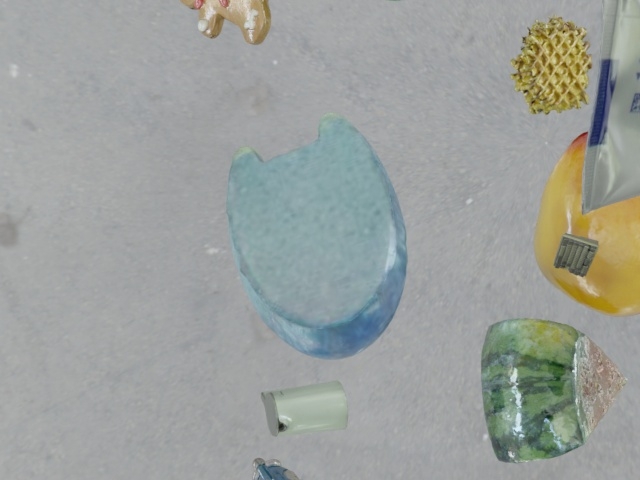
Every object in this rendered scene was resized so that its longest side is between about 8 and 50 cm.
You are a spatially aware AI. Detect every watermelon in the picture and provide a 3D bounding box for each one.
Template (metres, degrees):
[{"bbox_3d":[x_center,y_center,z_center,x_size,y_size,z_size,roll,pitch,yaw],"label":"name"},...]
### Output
[{"bbox_3d":[0.424,0.283,1.635,0.213,0.201,0.262,-18,63,53],"label":"watermelon"}]

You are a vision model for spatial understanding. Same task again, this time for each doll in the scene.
[{"bbox_3d":[-0.039,0.337,1.121,0.085,0.152,0.114,-38,112,-8],"label":"doll"}]

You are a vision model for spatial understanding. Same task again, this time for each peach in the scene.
[{"bbox_3d":[0.516,-0.028,1.544,0.289,0.289,0.308,19,121,12],"label":"peach"}]

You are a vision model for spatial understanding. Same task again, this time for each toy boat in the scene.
[{"bbox_3d":[0.000,0.000,1.104,0.215,0.123,0.330,-22,57,2],"label":"toy boat"}]

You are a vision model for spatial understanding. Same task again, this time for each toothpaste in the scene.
[{"bbox_3d":[0.205,-0.075,0.454,0.061,0.266,0.096,14,108,44],"label":"toothpaste"}]

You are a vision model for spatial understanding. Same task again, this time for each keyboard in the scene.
[{"bbox_3d":[0.345,0.021,1.200,0.049,0.129,0.015,15,74,13],"label":"keyboard"}]

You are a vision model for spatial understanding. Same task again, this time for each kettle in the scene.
[{"bbox_3d":[-0.032,0.324,1.752,0.148,0.127,0.098,-5,141,-16],"label":"kettle"}]

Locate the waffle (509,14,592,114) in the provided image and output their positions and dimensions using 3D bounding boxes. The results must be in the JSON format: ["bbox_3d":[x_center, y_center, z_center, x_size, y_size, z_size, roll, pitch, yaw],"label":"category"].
[{"bbox_3d":[0.468,-0.354,1.789,0.193,0.070,0.197,-19,108,-28],"label":"waffle"}]

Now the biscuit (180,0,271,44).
[{"bbox_3d":[-0.211,-0.530,1.861,0.339,0.047,0.216,32,112,39],"label":"biscuit"}]
